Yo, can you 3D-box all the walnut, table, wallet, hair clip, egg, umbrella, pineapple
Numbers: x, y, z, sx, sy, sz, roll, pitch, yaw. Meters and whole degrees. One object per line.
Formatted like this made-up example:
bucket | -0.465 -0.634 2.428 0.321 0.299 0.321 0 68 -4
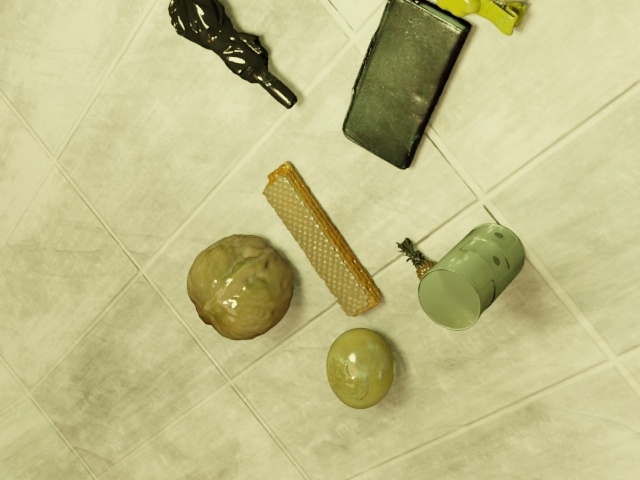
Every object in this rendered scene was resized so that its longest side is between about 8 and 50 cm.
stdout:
walnut | -0.190 0.111 1.822 0.248 0.248 0.249 17 123 28
table | 0.286 0.064 1.456 0.126 0.220 0.127 17 122 29
wallet | 0.152 -0.300 1.470 0.172 0.045 0.318 31 128 14
hair clip | 0.262 -0.406 1.328 0.173 0.046 0.072 31 151 16
egg | 0.089 0.293 1.762 0.164 0.164 0.202 17 127 28
umbrella | -0.180 -0.396 1.618 0.340 0.118 0.118 45 132 5
pineapple | 0.208 0.041 1.616 0.124 0.058 0.058 54 132 7

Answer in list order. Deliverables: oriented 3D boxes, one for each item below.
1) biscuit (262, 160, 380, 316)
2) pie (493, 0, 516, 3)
biscuit | 0.000 0.000 1.736 0.094 0.054 0.379 -31 94 42
pie | 0.306 -0.514 1.217 0.274 0.055 0.274 10 112 26
